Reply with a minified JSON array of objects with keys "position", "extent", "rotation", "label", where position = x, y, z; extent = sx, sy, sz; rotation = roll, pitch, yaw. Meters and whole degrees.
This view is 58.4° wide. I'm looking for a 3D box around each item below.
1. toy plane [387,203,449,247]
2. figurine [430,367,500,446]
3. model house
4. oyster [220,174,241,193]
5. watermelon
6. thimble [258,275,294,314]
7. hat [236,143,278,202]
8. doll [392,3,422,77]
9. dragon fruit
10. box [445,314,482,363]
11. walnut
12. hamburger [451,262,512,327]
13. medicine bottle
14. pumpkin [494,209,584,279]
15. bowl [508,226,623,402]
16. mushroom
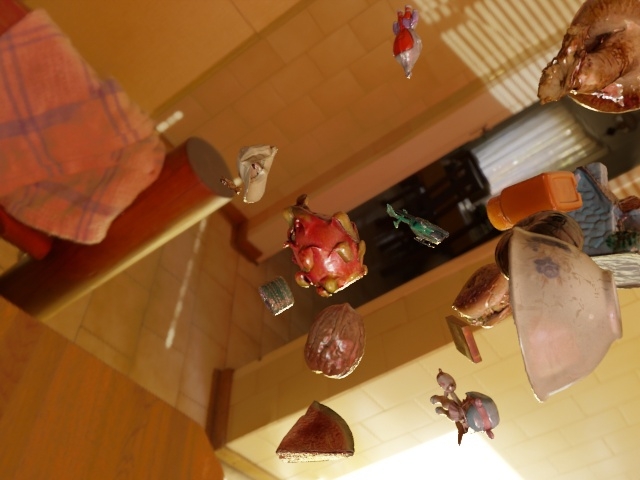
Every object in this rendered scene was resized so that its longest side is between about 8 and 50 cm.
[{"position":[0.305,-0.045,1.801],"extent":[0.235,0.060,0.096],"rotation":[27,-14,33],"label":"toy plane"},{"position":[0.385,0.443,1.572],"extent":[0.260,0.102,0.205],"rotation":[156,-79,-70],"label":"figurine"},{"position":[0.918,-0.051,1.790],"extent":[0.360,0.297,0.339],"rotation":[23,65,-37],"label":"model house"},{"position":[-0.337,-0.209,2.141],"extent":[0.086,0.029,0.132],"rotation":[31,4,-16],"label":"oyster"},{"position":[-0.016,0.519,1.415],"extent":[0.202,0.207,0.136],"rotation":[-24,114,-40],"label":"watermelon"},{"position":[-0.154,0.190,1.990],"extent":[0.119,0.090,0.135],"rotation":[65,-17,-6],"label":"thimble"},{"position":[-0.173,-0.178,1.481],"extent":[0.122,0.081,0.166],"rotation":[22,75,-68],"label":"hat"},{"position":[0.253,-0.587,1.695],"extent":[0.075,0.102,0.228],"rotation":[7,73,-40],"label":"doll"},{"position":[-0.001,0.017,1.677],"extent":[0.227,0.307,0.243],"rotation":[-16,119,-40],"label":"dragon fruit"},{"position":[0.452,0.310,1.817],"extent":[0.193,0.030,0.121],"rotation":[-138,-153,-88],"label":"box"},{"position":[0.048,0.294,1.697],"extent":[0.178,0.231,0.178],"rotation":[16,6,-2],"label":"walnut"},{"position":[0.609,0.194,2.096],"extent":[0.146,0.286,0.243],"rotation":[34,47,-7],"label":"hamburger"},{"position":[0.577,-0.105,1.574],"extent":[0.149,0.222,0.112],"rotation":[-7,80,-37],"label":"medicine bottle"},{"position":[0.497,0.018,1.301],"extent":[0.140,0.202,0.202],"rotation":[54,21,-7],"label":"pumpkin"},{"position":[0.434,0.117,0.991],"extent":[0.313,0.146,0.314],"rotation":[28,56,-53],"label":"bowl"},{"position":[0.729,-0.458,1.371],"extent":[0.334,0.331,0.356],"rotation":[23,28,8],"label":"mushroom"}]
